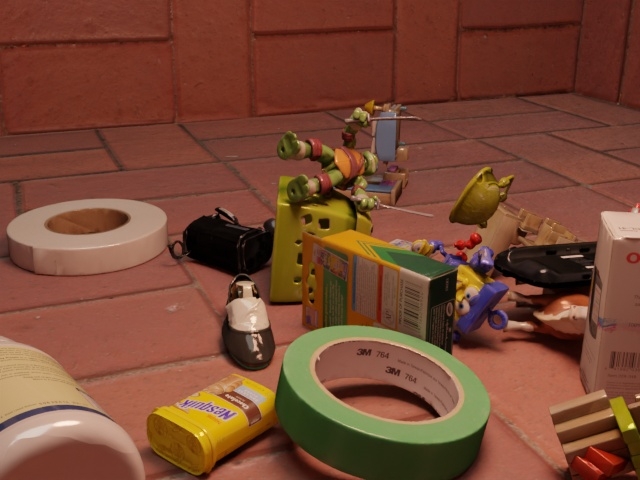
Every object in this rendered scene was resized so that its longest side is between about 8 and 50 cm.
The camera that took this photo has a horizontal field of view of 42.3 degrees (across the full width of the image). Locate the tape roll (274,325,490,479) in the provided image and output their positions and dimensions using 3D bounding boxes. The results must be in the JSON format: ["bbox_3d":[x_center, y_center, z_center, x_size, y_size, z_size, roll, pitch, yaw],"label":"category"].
[{"bbox_3d":[0.094,0.240,1.261,0.321,0.077,0.321,9,22,-4],"label":"tape roll"}]

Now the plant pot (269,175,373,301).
[{"bbox_3d":[0.000,0.000,1.796,0.207,0.227,0.228,6,20,-2],"label":"plant pot"}]

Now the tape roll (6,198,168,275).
[{"bbox_3d":[-0.572,-0.016,2.044,0.391,0.072,0.392,1,20,0],"label":"tape roll"}]

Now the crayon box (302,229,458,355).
[{"bbox_3d":[0.100,0.107,1.517,0.083,0.203,0.322,-17,26,-39],"label":"crayon box"}]

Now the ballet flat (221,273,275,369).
[{"bbox_3d":[-0.145,0.141,1.580,0.095,0.096,0.280,-4,21,-12],"label":"ballet flat"}]

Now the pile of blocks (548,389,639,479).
[{"bbox_3d":[0.499,0.284,1.119,0.361,0.149,0.113,3,20,5],"label":"pile of blocks"}]

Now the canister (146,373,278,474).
[{"bbox_3d":[-0.159,0.273,1.256,0.126,0.074,0.169,16,24,35],"label":"canister"}]

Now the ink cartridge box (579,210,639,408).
[{"bbox_3d":[0.558,0.118,1.343,0.226,0.307,0.131,3,20,6],"label":"ink cartridge box"}]

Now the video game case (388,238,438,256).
[{"bbox_3d":[0.215,0.024,2.023,0.122,0.011,0.087,15,25,35],"label":"video game case"}]

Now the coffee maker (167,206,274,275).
[{"bbox_3d":[-0.225,0.019,1.921,0.178,0.120,0.171,15,48,38],"label":"coffee maker"}]

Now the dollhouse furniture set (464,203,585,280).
[{"bbox_3d":[0.472,0.031,1.893,0.242,0.161,0.212,18,15,-17],"label":"dollhouse furniture set"}]

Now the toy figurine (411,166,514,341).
[{"bbox_3d":[0.303,0.068,1.570,0.191,0.363,0.217,3,38,-48],"label":"toy figurine"}]

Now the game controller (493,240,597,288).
[{"bbox_3d":[0.504,0.051,1.630,0.319,0.067,0.166,-4,25,-25],"label":"game controller"}]

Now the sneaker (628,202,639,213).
[{"bbox_3d":[0.711,-0.005,1.925,0.115,0.136,0.313,11,23,29],"label":"sneaker"}]

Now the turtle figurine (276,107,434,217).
[{"bbox_3d":[0.066,-0.165,1.687,0.266,0.198,0.274,-10,27,-40],"label":"turtle figurine"}]

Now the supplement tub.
[{"bbox_3d":[-0.390,0.266,1.036,0.235,0.236,0.324,-15,25,-35],"label":"supplement tub"}]

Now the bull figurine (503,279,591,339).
[{"bbox_3d":[0.459,0.129,1.593,0.188,0.101,0.310,6,10,20],"label":"bull figurine"}]

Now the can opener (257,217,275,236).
[{"bbox_3d":[-0.093,-0.003,2.052,0.059,0.073,0.186,35,-4,-42],"label":"can opener"}]

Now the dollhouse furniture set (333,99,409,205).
[{"bbox_3d":[0.148,-0.285,2.444,0.198,0.304,0.286,6,21,13],"label":"dollhouse furniture set"}]
